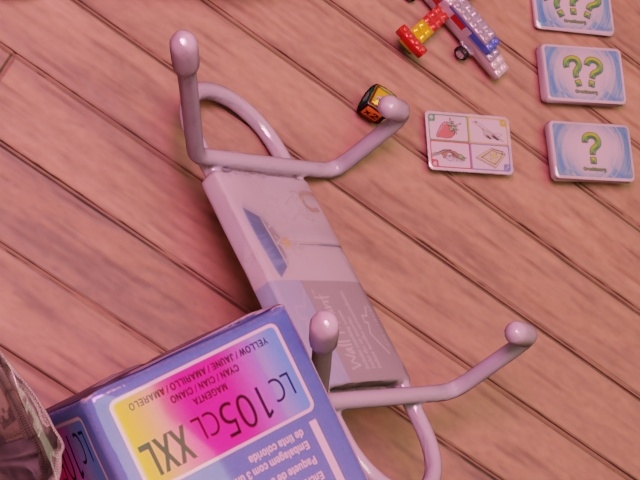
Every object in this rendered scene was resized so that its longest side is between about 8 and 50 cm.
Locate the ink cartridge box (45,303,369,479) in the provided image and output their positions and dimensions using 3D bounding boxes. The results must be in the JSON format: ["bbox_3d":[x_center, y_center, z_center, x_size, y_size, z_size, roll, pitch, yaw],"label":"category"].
[{"bbox_3d":[-0.041,0.262,1.149,0.151,0.270,0.395,-27,90,-25],"label":"ink cartridge box"}]

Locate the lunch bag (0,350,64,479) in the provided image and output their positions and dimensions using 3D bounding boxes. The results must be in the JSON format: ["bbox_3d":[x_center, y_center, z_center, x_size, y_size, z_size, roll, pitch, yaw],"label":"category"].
[{"bbox_3d":[-0.306,0.106,1.086,0.287,0.235,0.169,19,69,-19],"label":"lunch bag"}]

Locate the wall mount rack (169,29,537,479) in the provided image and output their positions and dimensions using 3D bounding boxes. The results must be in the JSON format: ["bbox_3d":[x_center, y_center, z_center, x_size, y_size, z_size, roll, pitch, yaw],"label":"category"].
[{"bbox_3d":[0.000,0.000,1.220,0.304,0.130,0.350,4,53,-56],"label":"wall mount rack"}]

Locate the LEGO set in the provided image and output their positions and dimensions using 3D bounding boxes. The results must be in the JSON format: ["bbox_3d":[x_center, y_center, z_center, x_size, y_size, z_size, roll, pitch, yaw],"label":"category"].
[{"bbox_3d":[0.144,-0.143,1.442,0.244,0.060,0.183,3,74,-23],"label":"LEGO set"}]
